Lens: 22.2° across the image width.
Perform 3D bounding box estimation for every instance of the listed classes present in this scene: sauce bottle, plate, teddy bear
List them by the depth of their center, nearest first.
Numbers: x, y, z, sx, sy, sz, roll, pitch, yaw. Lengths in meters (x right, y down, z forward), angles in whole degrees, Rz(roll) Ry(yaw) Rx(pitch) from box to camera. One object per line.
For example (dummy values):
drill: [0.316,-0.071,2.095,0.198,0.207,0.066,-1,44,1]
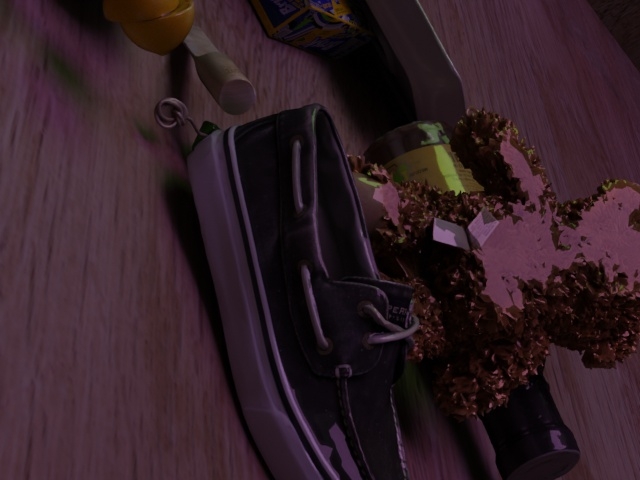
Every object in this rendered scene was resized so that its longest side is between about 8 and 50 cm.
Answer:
teddy bear: [0.120,0.023,1.312,0.338,0.113,0.245,-20,84,-35]
sauce bottle: [0.133,0.053,1.452,0.111,0.111,0.344,30,32,-53]
plate: [0.075,-0.226,1.743,0.277,0.045,0.278,62,-1,16]

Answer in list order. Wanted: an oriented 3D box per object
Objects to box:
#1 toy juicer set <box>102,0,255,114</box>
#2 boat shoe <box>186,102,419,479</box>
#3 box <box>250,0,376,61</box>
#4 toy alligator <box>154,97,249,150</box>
toy juicer set: [-0.122,-0.200,1.178,0.329,0.089,0.209,37,8,-49]
boat shoe: [0.006,0.055,1.109,0.121,0.119,0.335,17,49,-64]
box: [-0.008,-0.227,1.628,0.059,0.054,0.169,63,19,14]
toy alligator: [-0.067,-0.063,1.247,0.189,0.056,0.051,30,-11,-38]
